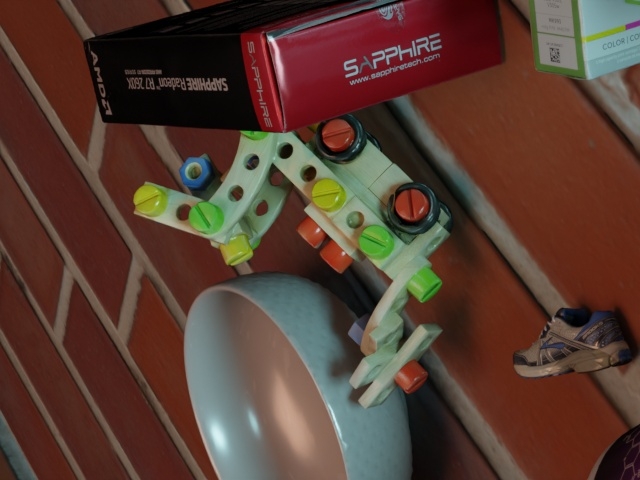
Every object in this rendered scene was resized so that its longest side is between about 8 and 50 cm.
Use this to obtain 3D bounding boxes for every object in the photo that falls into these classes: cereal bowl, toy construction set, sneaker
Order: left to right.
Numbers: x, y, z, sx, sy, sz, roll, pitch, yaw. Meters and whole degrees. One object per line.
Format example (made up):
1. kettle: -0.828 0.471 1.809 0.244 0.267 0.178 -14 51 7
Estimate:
1. cereal bowl: -0.008 0.184 1.743 0.339 0.141 0.339 38 138 44
2. toy construction set: 0.000 0.000 1.536 0.328 0.215 0.151 44 -177 7
3. sneaker: 0.215 0.086 1.399 0.135 0.052 0.058 -16 83 54

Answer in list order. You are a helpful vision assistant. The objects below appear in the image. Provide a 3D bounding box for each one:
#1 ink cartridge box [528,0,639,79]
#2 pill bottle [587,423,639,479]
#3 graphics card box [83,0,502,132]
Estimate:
1. ink cartridge box: 0.201 -0.229 1.149 0.062 0.109 0.209 19 123 55
2. pill bottle: 0.307 0.191 1.155 0.181 0.182 0.323 63 151 13
3. graphics card box: -0.037 -0.172 1.473 0.371 0.233 0.094 11 117 57
